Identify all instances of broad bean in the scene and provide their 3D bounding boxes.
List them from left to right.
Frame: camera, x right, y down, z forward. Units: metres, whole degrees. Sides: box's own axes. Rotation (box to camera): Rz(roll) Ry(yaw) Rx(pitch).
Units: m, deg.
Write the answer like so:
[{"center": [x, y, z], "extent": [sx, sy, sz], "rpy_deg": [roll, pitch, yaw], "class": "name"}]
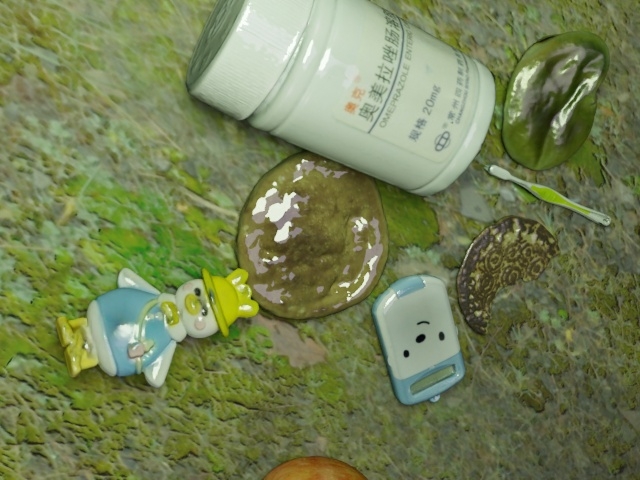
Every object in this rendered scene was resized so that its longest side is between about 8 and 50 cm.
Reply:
[{"center": [0.339, -0.208, 1.030], "extent": [0.153, 0.072, 0.207], "rpy_deg": [26, 93, -11], "class": "broad bean"}]

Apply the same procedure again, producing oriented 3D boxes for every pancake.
[{"center": [0.000, 0.000, 0.955], "extent": [0.241, 0.050, 0.242], "rpy_deg": [-5, 104, -20], "class": "pancake"}, {"center": [0.293, 0.051, 1.095], "extent": [0.190, 0.020, 0.184], "rpy_deg": [-9, 104, -18], "class": "pancake"}]

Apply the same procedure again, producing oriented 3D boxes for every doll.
[{"center": [-0.197, 0.098, 0.877], "extent": [0.240, 0.135, 0.099], "rpy_deg": [-18, 135, -15], "class": "doll"}]

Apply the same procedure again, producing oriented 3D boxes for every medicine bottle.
[{"center": [0.024, -0.194, 0.847], "extent": [0.332, 0.190, 0.190], "rpy_deg": [20, 94, -24], "class": "medicine bottle"}]

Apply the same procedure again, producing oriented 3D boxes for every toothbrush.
[{"center": [0.359, -0.067, 1.091], "extent": [0.262, 0.026, 0.022], "rpy_deg": [20, 100, -23], "class": "toothbrush"}]

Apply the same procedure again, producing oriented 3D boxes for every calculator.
[{"center": [0.148, 0.151, 1.049], "extent": [0.121, 0.039, 0.210], "rpy_deg": [-20, 108, -14], "class": "calculator"}]

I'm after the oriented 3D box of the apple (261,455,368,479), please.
[{"center": [-0.016, 0.468, 0.987], "extent": [0.251, 0.163, 0.293], "rpy_deg": [35, 86, -25], "class": "apple"}]
